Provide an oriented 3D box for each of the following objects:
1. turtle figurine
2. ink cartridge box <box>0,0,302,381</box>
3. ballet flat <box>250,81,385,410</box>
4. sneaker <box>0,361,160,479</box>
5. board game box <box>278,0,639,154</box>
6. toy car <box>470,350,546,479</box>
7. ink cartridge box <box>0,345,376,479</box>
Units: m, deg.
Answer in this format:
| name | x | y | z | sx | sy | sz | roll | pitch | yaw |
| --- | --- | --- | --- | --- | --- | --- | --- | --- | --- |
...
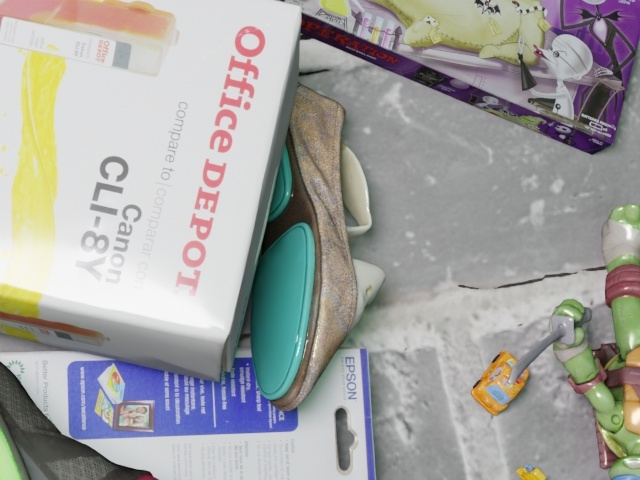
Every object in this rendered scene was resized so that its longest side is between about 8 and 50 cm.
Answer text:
| name | x | y | z | sx | sy | sz | roll | pitch | yaw |
| --- | --- | --- | --- | --- | --- | --- | --- | --- | --- |
| turtle figurine | 0.311 | 0.084 | 1.418 | 0.274 | 0.198 | 0.266 | 56 | 39 | -46 |
| ink cartridge box | -0.225 | -0.075 | 1.246 | 0.385 | 0.160 | 0.279 | 13 | 74 | -2 |
| ballet flat | 0.000 | 0.000 | 1.361 | 0.106 | 0.107 | 0.316 | 14 | 58 | -30 |
| sneaker | -0.141 | 0.245 | 1.143 | 0.483 | 0.185 | 0.202 | 40 | 26 | 30 |
| board game box | 0.143 | -0.239 | 1.520 | 0.347 | 0.056 | 0.208 | 20 | 69 | -15 |
| toy car | 0.188 | 0.160 | 1.461 | 0.060 | 0.040 | 0.122 | -31 | 91 | -22 |
| ink cartridge box | -0.119 | 0.173 | 1.337 | 0.333 | 0.065 | 0.165 | 1 | 79 | -18 |
